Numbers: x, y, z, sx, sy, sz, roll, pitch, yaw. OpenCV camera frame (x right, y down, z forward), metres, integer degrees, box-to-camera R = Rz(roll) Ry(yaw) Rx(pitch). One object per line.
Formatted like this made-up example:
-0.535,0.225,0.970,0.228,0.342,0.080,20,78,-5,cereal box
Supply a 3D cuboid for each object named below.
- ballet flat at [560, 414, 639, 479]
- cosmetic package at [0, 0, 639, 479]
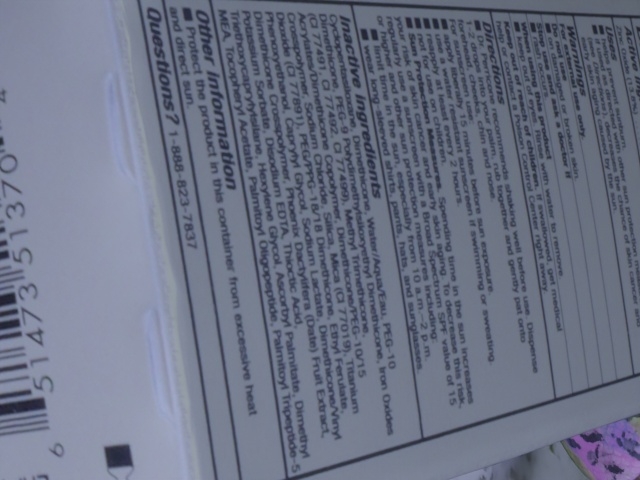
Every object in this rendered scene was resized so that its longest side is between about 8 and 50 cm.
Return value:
0.108,-0.006,0.760,0.079,0.077,0.221,26,55,-27,ballet flat
0.000,0.000,0.556,0.296,0.129,0.153,-5,85,-53,cosmetic package
